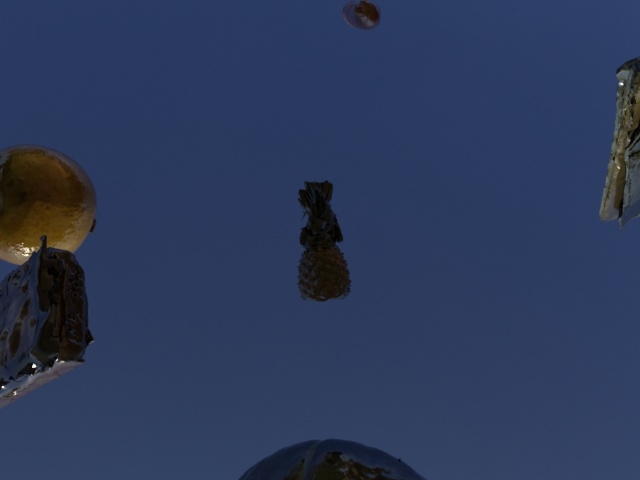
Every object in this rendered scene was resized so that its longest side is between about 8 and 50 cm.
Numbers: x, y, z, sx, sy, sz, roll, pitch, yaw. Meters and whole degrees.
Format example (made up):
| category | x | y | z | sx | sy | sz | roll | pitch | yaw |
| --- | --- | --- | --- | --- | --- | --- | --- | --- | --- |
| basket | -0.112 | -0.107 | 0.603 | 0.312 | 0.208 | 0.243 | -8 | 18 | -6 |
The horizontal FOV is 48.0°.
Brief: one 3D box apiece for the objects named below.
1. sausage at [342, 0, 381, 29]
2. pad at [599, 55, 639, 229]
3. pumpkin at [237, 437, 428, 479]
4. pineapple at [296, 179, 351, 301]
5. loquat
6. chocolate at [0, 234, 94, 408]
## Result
| category | x | y | z | sx | sy | sz | roll | pitch | yaw |
| --- | --- | --- | --- | --- | --- | --- | --- | --- | --- |
| sausage | 0.053 | -0.291 | 0.926 | 0.042 | 0.158 | 0.036 | 9 | -74 | -6 |
| pad | 0.264 | -0.100 | 0.404 | 0.233 | 0.174 | 0.022 | -30 | -120 | -1 |
| pumpkin | 0.017 | 0.390 | 0.850 | 0.323 | 0.323 | 0.241 | 19 | -139 | -5 |
| pineapple | 0.000 | 0.000 | 0.946 | 0.074 | 0.074 | 0.159 | -3 | -93 | -12 |
| loquat | -0.353 | -0.043 | 0.882 | 0.163 | 0.163 | 0.137 | -20 | -129 | -15 |
| chocolate | -0.284 | 0.112 | 0.580 | 0.065 | 0.329 | 0.102 | 22 | -133 | -44 |
